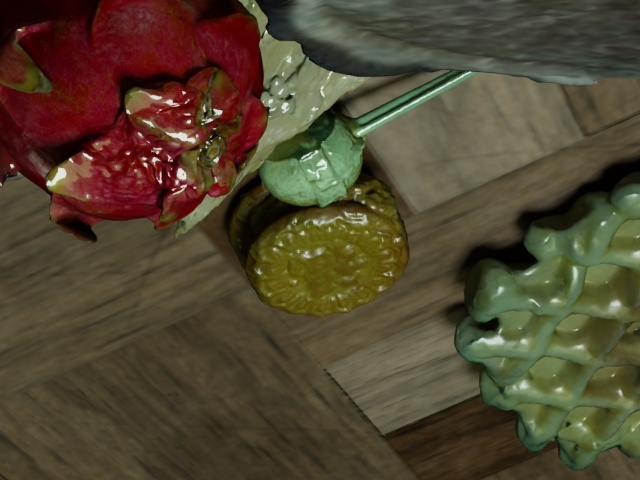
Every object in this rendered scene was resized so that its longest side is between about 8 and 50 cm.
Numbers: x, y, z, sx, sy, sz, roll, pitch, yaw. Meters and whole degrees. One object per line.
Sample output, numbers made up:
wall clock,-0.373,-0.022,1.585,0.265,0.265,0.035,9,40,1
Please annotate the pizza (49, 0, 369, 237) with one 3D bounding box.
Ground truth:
pizza,-0.045,-0.094,0.970,0.181,0.034,0.262,25,115,-42

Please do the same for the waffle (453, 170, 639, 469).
waffle,0.239,0.044,1.278,0.292,0.056,0.309,-27,141,15

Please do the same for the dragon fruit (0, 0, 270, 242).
dragon fruit,-0.090,-0.075,0.837,0.136,0.166,0.133,-31,120,10

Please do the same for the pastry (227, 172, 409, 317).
pastry,0.000,0.000,1.129,0.097,0.057,0.109,25,126,-40

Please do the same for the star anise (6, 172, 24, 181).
star anise,-0.229,-0.108,0.838,0.359,0.139,0.316,-4,147,-29

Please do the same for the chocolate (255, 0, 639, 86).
chocolate,0.118,-0.186,0.787,0.303,0.213,0.303,-1,174,0

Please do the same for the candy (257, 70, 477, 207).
candy,0.056,-0.081,1.061,0.202,0.061,0.061,-28,143,2
